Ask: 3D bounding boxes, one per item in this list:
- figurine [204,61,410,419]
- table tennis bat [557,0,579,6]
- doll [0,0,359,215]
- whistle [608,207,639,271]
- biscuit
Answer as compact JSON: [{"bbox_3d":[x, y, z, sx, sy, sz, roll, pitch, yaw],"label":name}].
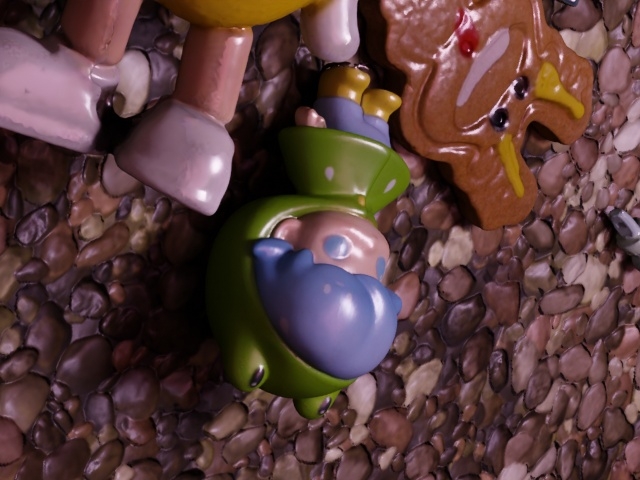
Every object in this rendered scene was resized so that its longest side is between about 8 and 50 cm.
[{"bbox_3d":[0.000,0.000,1.501,0.162,0.143,0.263,30,69,-51],"label":"figurine"},{"bbox_3d":[0.266,-0.335,1.636,0.173,0.022,0.301,24,94,-24],"label":"table tennis bat"},{"bbox_3d":[-0.087,-0.227,1.313,0.348,0.161,0.423,-5,107,-26],"label":"doll"},{"bbox_3d":[0.296,0.001,1.832,0.035,0.035,0.100,-54,132,-11],"label":"whistle"},{"bbox_3d":[0.130,-0.136,1.618,0.295,0.044,0.186,41,76,-44],"label":"biscuit"}]
